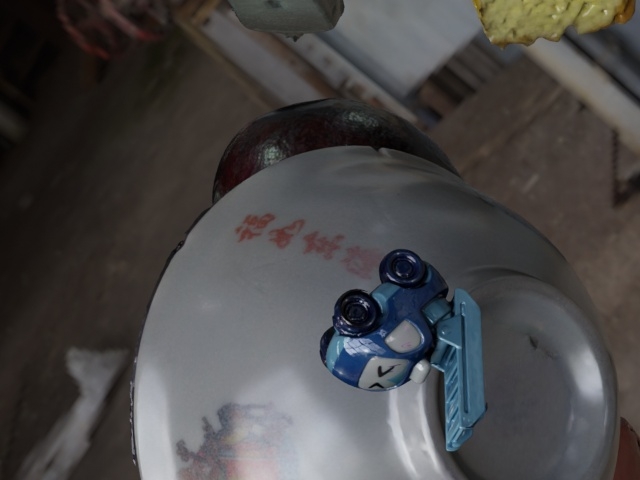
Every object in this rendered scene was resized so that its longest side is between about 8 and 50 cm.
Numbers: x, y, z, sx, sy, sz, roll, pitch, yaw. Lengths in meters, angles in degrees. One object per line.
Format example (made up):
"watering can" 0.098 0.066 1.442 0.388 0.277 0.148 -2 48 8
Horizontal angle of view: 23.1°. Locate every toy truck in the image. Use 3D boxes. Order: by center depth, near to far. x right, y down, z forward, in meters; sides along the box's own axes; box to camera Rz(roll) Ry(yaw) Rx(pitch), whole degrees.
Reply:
"toy truck" 0.049 0.056 0.765 0.073 0.090 0.056 -40 -17 -27

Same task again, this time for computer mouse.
"computer mouse" -0.038 -0.259 1.552 0.229 0.113 0.068 50 -136 -77

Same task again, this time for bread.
"bread" 0.151 -0.265 1.165 0.143 0.229 0.139 -19 46 -1

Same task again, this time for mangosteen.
"mangosteen" 0.011 -0.005 1.247 0.216 0.216 0.216 -45 21 22

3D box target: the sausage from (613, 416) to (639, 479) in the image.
"sausage" 0.258 0.295 1.666 0.152 0.152 0.279 -28 33 50

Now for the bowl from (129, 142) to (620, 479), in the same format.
"bowl" 0.073 0.099 0.935 0.157 0.345 0.345 -14 43 58
